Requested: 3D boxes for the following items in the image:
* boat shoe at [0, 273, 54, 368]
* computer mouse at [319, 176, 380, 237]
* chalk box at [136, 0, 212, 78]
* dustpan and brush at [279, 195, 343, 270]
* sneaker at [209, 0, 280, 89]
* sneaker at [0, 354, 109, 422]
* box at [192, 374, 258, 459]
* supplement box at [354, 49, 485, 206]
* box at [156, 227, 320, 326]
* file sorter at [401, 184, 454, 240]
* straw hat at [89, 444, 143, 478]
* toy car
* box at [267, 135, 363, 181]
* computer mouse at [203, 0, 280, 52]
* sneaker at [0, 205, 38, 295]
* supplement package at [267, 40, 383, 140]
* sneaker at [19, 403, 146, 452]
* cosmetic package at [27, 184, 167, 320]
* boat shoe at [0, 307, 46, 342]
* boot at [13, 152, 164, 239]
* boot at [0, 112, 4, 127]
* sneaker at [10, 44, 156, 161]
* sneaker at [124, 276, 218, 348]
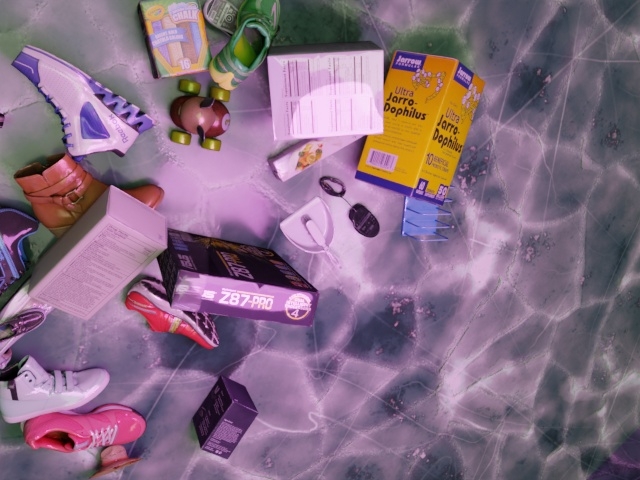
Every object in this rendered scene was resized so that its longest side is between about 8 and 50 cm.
[{"bbox_3d":[-0.745,0.231,1.322,0.103,0.118,0.321,38,81,-22],"label":"boat shoe"},{"bbox_3d":[0.083,-0.096,1.602,0.242,0.041,0.071,46,77,-18],"label":"computer mouse"},{"bbox_3d":[-0.340,-0.490,1.274,0.131,0.132,0.213,-15,110,-17],"label":"chalk box"},{"bbox_3d":[0.000,0.000,1.577,0.147,0.060,0.211,-38,114,-8],"label":"dustpan and brush"},{"bbox_3d":[-0.149,-0.472,1.283,0.109,0.123,0.296,38,60,-33],"label":"sneaker"},{"bbox_3d":[-0.660,0.343,1.368,0.255,0.094,0.151,-16,124,-27],"label":"sneaker"},{"bbox_3d":[-0.270,0.493,1.552,0.093,0.156,0.158,33,90,-26],"label":"box"},{"bbox_3d":[0.268,-0.297,1.493,0.194,0.195,0.357,6,104,-52],"label":"supplement box"},{"bbox_3d":[-0.217,0.081,1.332,0.318,0.395,0.097,10,100,-22],"label":"box"},{"bbox_3d":[0.324,-0.088,1.657,0.118,0.104,0.171,-2,105,-20],"label":"file sorter"},{"bbox_3d":[-0.565,0.594,1.513,0.144,0.144,0.061,-17,71,-16],"label":"straw hat"},{"bbox_3d":[-0.276,-0.294,1.320,0.148,0.188,0.155,8,101,-23],"label":"toy car"},{"bbox_3d":[0.011,-0.266,1.508,0.323,0.067,0.063,-32,114,-12],"label":"box"},{"bbox_3d":[-0.202,-0.534,1.369,0.192,0.042,0.106,25,99,-31],"label":"computer mouse"},{"bbox_3d":[-0.755,0.086,1.273,0.139,0.125,0.341,15,100,-29],"label":"sneaker"},{"bbox_3d":[0.010,-0.371,1.357,0.262,0.199,0.198,-4,115,-2],"label":"supplement package"},{"bbox_3d":[-0.605,0.504,1.429,0.313,0.136,0.116,13,100,-30],"label":"sneaker"},{"bbox_3d":[-0.514,0.036,1.281,0.309,0.113,0.160,-39,130,19],"label":"cosmetic package"},{"bbox_3d":[-0.697,0.200,1.260,0.142,0.040,0.049,-25,108,-25],"label":"boat shoe"},{"bbox_3d":[-0.532,-0.122,1.290,0.283,0.109,0.220,-20,131,-2],"label":"boot"},{"bbox_3d":[-0.811,-0.207,1.195,0.236,0.085,0.179,3,105,-15],"label":"boot"},{"bbox_3d":[-0.554,-0.284,1.249,0.315,0.127,0.182,31,89,-27],"label":"sneaker"},{"bbox_3d":[-0.394,0.208,1.476,0.118,0.107,0.279,-43,113,14],"label":"sneaker"}]
